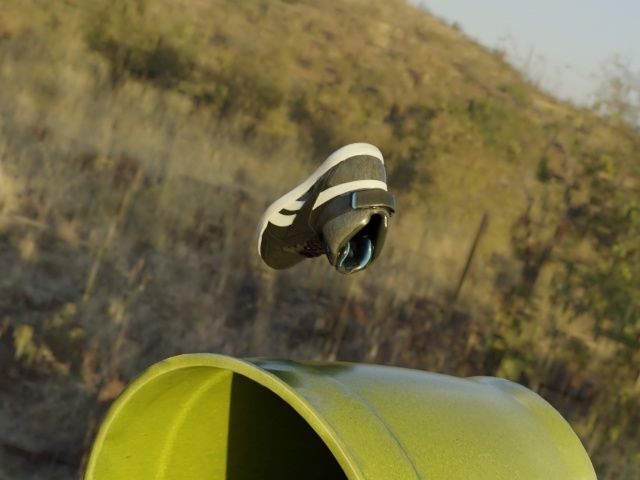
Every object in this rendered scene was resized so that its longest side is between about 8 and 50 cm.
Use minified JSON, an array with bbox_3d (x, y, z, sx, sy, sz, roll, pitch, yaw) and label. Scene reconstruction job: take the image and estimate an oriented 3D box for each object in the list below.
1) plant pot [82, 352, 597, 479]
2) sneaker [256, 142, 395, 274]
[{"bbox_3d":[0.047,0.257,1.156,0.353,0.366,0.366,-5,23,-46],"label":"plant pot"},{"bbox_3d":[0.000,0.000,1.496,0.079,0.217,0.121,11,51,-30],"label":"sneaker"}]
